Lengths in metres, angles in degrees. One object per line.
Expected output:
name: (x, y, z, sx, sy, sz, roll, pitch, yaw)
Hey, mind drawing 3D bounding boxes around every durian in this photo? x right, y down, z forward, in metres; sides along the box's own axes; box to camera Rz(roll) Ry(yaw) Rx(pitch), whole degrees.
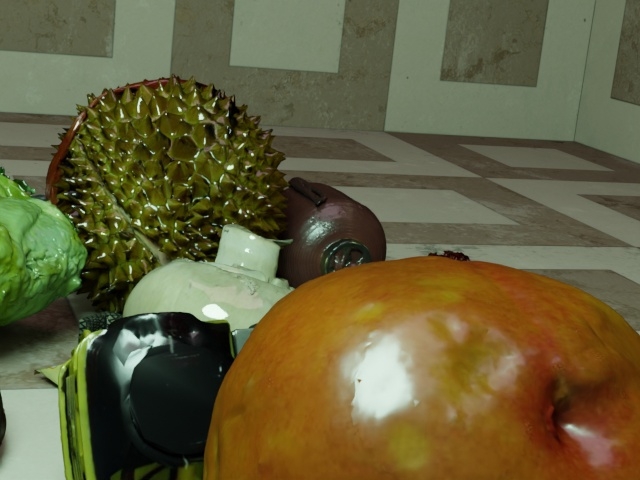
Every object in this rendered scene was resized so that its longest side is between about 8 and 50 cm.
durian: (-0.211, -0.059, 1.616, 0.348, 0.347, 0.384, -5, 52, -37)
durian: (-0.429, 0.017, 1.417, 0.256, 0.204, 0.340, -4, 6, 17)

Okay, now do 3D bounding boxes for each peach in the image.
peach: (0.093, 0.162, 0.784, 0.343, 0.301, 0.342, 12, 50, -15)

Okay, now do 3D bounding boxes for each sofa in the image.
sofa: (-0.237, 0.122, 1.449, 0.118, 0.039, 0.060, 13, 16, 27)

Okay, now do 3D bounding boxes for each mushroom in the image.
mushroom: (-0.093, 0.083, 1.296, 0.246, 0.202, 0.246, 12, -7, 2)

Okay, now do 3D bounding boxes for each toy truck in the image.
toy truck: (-0.034, 0.154, 1.063, 0.405, 0.180, 0.254, -3, -13, -26)

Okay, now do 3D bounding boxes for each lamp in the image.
lamp: (0.000, 0.000, 1.752, 0.180, 0.180, 0.258, 1, 13, -20)

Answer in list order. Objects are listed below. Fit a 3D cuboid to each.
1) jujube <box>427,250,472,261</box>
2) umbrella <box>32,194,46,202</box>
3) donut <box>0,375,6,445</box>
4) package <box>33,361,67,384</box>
jujube: (0.188, 0.059, 1.776, 0.104, 0.104, 0.166, 3, 9, -11)
umbrella: (-0.372, -0.030, 1.856, 0.349, 0.143, 0.094, 6, 50, 2)
donut: (-0.426, 0.156, 1.101, 0.270, 0.103, 0.269, 8, 14, -2)
package: (-0.248, 0.154, 1.333, 0.108, 0.031, 0.121, -8, 18, -43)
